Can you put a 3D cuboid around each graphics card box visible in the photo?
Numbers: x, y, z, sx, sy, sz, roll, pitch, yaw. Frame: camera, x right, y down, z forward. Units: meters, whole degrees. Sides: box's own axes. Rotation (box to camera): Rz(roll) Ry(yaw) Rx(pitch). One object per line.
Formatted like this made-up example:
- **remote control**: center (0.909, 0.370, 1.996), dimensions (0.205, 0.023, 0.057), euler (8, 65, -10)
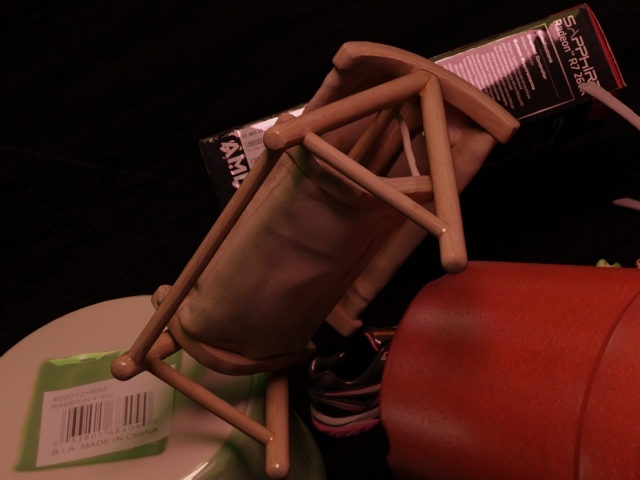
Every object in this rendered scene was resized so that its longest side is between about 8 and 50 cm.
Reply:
- **graphics card box**: center (0.081, -0.091, 1.684), dimensions (0.371, 0.233, 0.094), euler (-21, 82, -1)

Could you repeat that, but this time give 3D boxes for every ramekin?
- **ramekin**: center (-0.158, 0.184, 1.510), dimensions (0.303, 0.148, 0.303), euler (-11, 39, 9)

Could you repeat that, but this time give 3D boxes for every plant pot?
- **plant pot**: center (0.205, 0.129, 1.362), dimensions (0.265, 0.272, 0.272), euler (10, 46, 41)

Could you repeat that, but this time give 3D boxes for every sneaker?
- **sneaker**: center (0.068, 0.103, 1.573), dimensions (0.178, 0.077, 0.072), euler (-28, 40, -12)

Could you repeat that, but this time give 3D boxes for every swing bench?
- **swing bench**: center (0.000, 0.000, 1.393), dimensions (0.165, 0.253, 0.255), euler (34, 30, -4)

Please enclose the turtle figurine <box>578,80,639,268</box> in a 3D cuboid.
- **turtle figurine**: center (0.347, -0.031, 1.521), dimensions (0.266, 0.198, 0.275), euler (-5, 38, 17)
